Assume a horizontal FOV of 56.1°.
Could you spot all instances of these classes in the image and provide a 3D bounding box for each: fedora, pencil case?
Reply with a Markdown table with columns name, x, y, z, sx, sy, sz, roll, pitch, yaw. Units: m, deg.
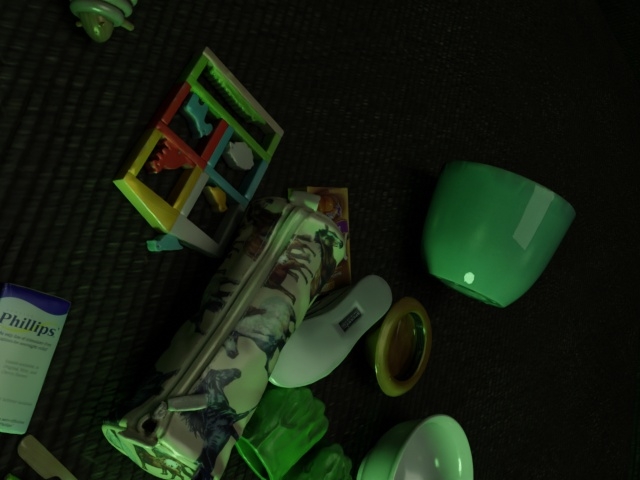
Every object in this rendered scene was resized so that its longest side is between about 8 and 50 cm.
| name | x | y | z | sx | sy | sz | roll | pitch | yaw |
| --- | --- | --- | --- | --- | --- | --- | --- | --- | --- |
| fedora | 0.142 | 0.203 | 1.177 | 0.194 | 0.079 | 0.194 | -7 | 100 | -46 |
| pencil case | -0.114 | 0.121 | 0.817 | 0.160 | 0.183 | 0.410 | 30 | 63 | 1 |

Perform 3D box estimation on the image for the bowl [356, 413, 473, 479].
| name | x | y | z | sx | sy | sz | roll | pitch | yaw |
| --- | --- | --- | --- | --- | --- | --- | --- | --- | --- |
| bowl | 0.162 | 0.472 | 1.148 | 0.298 | 0.134 | 0.297 | 1 | 88 | -48 |

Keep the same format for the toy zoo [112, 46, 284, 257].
| name | x | y | z | sx | sy | sz | roll | pitch | yaw |
| --- | --- | --- | --- | --- | --- | --- | --- | --- | --- |
| toy zoo | -0.174 | -0.109 | 0.878 | 0.192 | 0.030 | 0.293 | 45 | 57 | -37 |

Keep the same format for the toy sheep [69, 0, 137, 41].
| name | x | y | z | sx | sy | sz | roll | pitch | yaw |
| --- | --- | --- | --- | --- | --- | --- | --- | --- | --- |
| toy sheep | -0.268 | -0.312 | 0.745 | 0.091 | 0.091 | 0.131 | 6 | 89 | -47 |

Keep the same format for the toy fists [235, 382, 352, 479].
| name | x | y | z | sx | sy | sz | roll | pitch | yaw |
| --- | --- | --- | --- | --- | --- | --- | --- | --- | --- |
| toy fists | -0.036 | 0.348 | 0.968 | 0.142 | 0.096 | 0.279 | -39 | 117 | -33 |

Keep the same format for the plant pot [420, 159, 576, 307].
| name | x | y | z | sx | sy | sz | roll | pitch | yaw |
| --- | --- | --- | --- | --- | --- | --- | --- | --- | --- |
| plant pot | 0.346 | 0.001 | 1.271 | 0.293 | 0.293 | 0.235 | 29 | 85 | -43 |

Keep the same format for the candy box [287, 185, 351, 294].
| name | x | y | z | sx | sy | sz | roll | pitch | yaw |
| --- | --- | --- | --- | --- | --- | --- | --- | --- | --- |
| candy box | 0.000 | 0.000 | 1.049 | 0.109 | 0.053 | 0.186 | -4 | 94 | -48 |

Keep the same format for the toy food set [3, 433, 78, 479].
| name | x | y | z | sx | sy | sz | roll | pitch | yaw |
| --- | --- | --- | --- | --- | --- | --- | --- | --- | --- |
| toy food set | -0.351 | 0.328 | 0.662 | 0.192 | 0.039 | 0.132 | -53 | 125 | -35 |

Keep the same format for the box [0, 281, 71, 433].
| name | x | y | z | sx | sy | sz | roll | pitch | yaw |
| --- | --- | --- | --- | --- | --- | --- | --- | --- | --- |
| box | -0.337 | 0.116 | 0.621 | 0.072 | 0.126 | 0.137 | 29 | 67 | -41 |

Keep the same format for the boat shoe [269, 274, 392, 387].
| name | x | y | z | sx | sy | sz | roll | pitch | yaw |
| --- | --- | --- | --- | --- | --- | --- | --- | --- | --- |
| boat shoe | 0.003 | 0.145 | 0.982 | 0.267 | 0.088 | 0.096 | -40 | 97 | -33 |
